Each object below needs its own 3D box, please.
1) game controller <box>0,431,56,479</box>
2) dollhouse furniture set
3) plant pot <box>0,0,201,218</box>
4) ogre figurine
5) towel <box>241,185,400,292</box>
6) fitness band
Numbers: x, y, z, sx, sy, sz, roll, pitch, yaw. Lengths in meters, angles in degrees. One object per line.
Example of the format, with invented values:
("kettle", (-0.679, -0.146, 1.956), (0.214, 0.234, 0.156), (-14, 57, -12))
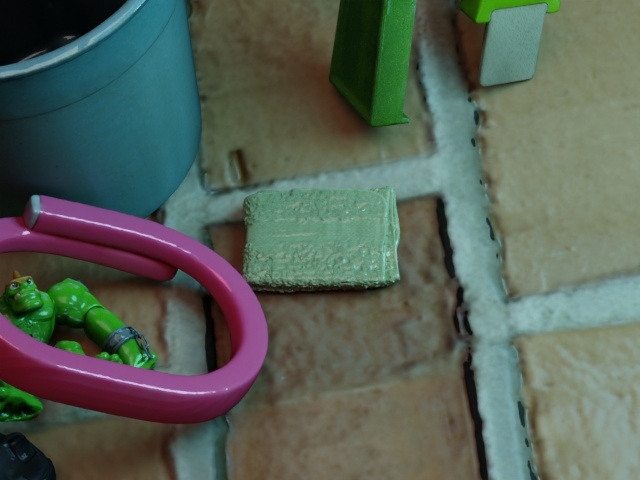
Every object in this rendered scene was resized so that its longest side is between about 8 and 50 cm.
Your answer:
("game controller", (-0.366, 0.240, 1.563), (0.166, 0.067, 0.319), (14, 31, 27))
("dollhouse furniture set", (0.079, -0.262, 1.878), (0.198, 0.151, 0.301), (-11, 37, -23))
("plant pot", (-0.259, -0.186, 1.718), (0.341, 0.334, 0.341), (-3, 59, 6))
("ogre figurine", (-0.259, 0.096, 1.684), (0.197, 0.097, 0.118), (-26, 59, -10))
("towel", (0.000, 0.000, 1.749), (0.148, 0.027, 0.110), (-2, 59, 6))
("fitness band", (-0.184, 0.060, 1.647), (0.291, 0.054, 0.209), (13, 40, -22))
